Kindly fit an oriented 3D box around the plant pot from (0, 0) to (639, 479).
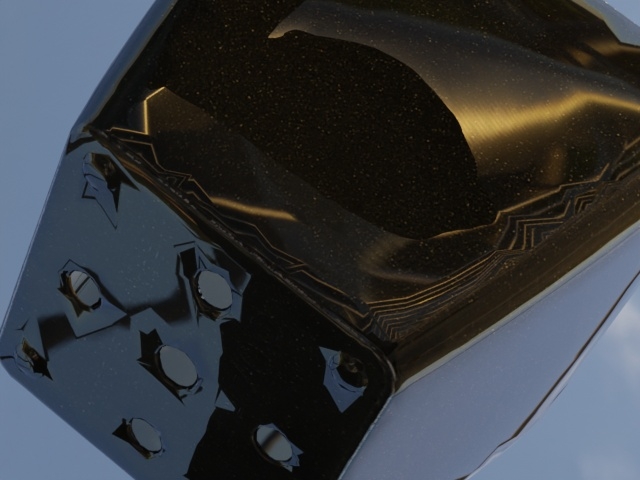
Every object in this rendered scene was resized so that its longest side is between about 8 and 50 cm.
[{"bbox_3d":[0.000,0.000,0.651,0.187,0.188,0.167,38,-135,10],"label":"plant pot"}]
